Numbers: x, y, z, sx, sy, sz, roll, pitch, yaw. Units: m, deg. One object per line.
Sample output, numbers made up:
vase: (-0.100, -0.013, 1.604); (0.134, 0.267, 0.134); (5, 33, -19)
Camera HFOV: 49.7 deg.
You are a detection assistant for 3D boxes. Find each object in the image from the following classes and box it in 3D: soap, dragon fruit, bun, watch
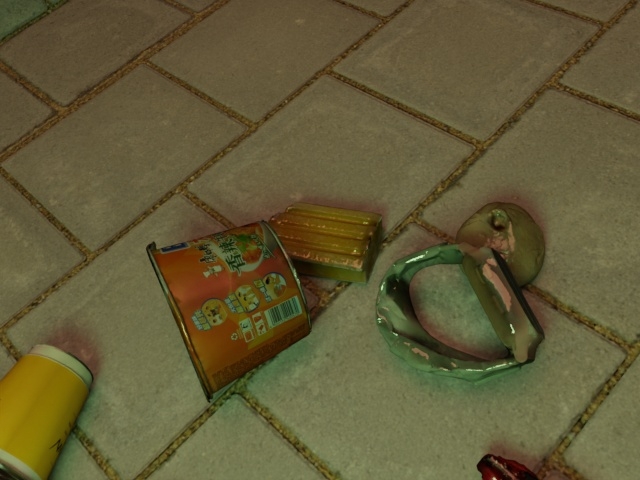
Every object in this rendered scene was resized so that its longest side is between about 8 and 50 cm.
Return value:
soap: (0.000, 0.000, 1.394); (0.231, 0.073, 0.140); (9, 53, 20)
dragon fruit: (0.300, 0.386, 0.992); (0.192, 0.122, 0.092); (37, 83, 31)
bun: (0.335, 0.000, 1.286); (0.166, 0.113, 0.173); (-8, 53, 7)
watch: (0.219, 0.126, 1.174); (0.241, 0.161, 0.254); (-30, 67, 16)

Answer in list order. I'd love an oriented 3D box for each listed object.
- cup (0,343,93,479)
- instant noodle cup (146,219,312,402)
cup: (-0.522, 0.328, 1.198); (0.196, 0.196, 0.280); (7, 47, 19)
instant noodle cup: (-0.155, 0.109, 1.227); (0.213, 0.296, 0.296); (-22, 50, -15)
